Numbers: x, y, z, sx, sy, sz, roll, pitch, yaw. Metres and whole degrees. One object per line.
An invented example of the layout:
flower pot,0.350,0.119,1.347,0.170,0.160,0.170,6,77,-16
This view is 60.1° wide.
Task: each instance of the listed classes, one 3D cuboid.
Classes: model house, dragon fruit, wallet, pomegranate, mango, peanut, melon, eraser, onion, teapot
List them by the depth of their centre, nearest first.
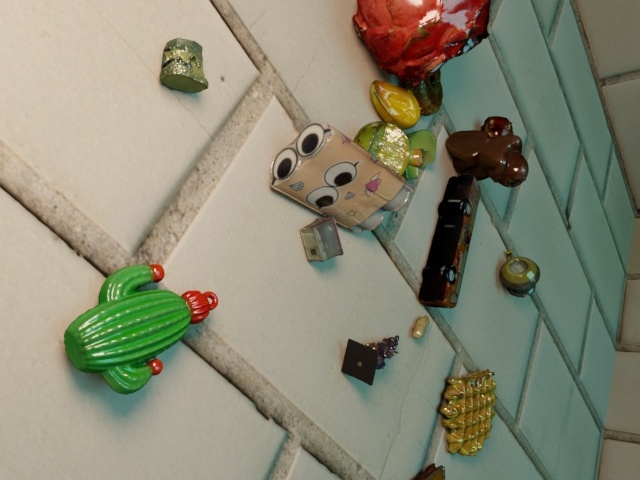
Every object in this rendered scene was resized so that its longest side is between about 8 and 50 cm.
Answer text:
model house,-0.224,-0.294,0.908,0.079,0.066,0.083,9,79,-50
eraser,0.050,-0.125,1.151,0.290,0.171,0.087,26,35,-45
dragon fruit,0.230,-0.517,1.275,0.302,0.296,0.295,36,59,-19
pomegranate,0.146,-0.202,1.280,0.169,0.122,0.143,-1,98,-21
mango,0.184,-0.338,1.386,0.187,0.066,0.101,23,78,-41
wallet,0.278,0.698,1.429,0.161,0.042,0.195,-5,90,-49
melon,0.244,-0.225,1.448,0.209,0.064,0.118,-24,104,-50
peanut,0.265,0.226,1.454,0.083,0.037,0.037,-47,121,-38
onion,0.568,-0.338,1.793,0.117,0.119,0.118,54,49,-51
teapot,0.672,0.111,1.883,0.165,0.130,0.119,-100,168,-45

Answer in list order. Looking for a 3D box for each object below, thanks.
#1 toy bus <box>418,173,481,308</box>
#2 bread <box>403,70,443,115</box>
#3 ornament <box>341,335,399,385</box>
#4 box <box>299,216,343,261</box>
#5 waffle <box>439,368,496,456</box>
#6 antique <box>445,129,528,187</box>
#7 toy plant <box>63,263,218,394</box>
toy bus,0.366,0.000,1.548,0.092,0.093,0.408,43,58,-42
bread,0.280,-0.432,1.507,0.193,0.064,0.193,9,79,-55
ornament,0.134,0.266,1.274,0.203,0.088,0.081,3,105,-60
box,0.000,0.000,1.153,0.063,0.060,0.084,-23,105,-39
waffle,0.442,0.484,1.619,0.309,0.065,0.283,-55,126,-38
antique,0.485,-0.225,1.589,0.121,0.257,0.143,-48,128,-18
toy plant,-0.262,0.111,0.821,0.154,0.088,0.240,51,43,-15
